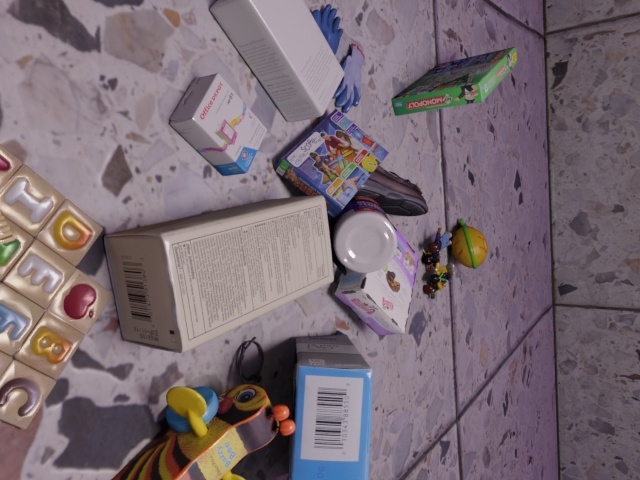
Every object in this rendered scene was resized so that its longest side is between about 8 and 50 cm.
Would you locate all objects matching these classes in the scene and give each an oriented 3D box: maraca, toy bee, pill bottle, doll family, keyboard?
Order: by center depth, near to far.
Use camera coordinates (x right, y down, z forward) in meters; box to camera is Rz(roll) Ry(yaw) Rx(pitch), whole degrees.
[{"bbox_3d":[-0.127,0.243,0.679,0.195,0.162,0.298,52,50,-38],"label":"toy bee"},{"bbox_3d":[0.000,0.000,0.930,0.192,0.038,0.100,56,16,-63],"label":"keyboard"},{"bbox_3d":[0.073,-0.021,0.937,0.193,0.108,0.108,-94,172,-73],"label":"pill bottle"},{"bbox_3d":[0.308,0.061,1.351,0.111,0.076,0.192,-19,100,-48],"label":"doll family"},{"bbox_3d":[0.433,0.009,1.502,0.185,0.099,0.127,-78,154,-61],"label":"maraca"}]

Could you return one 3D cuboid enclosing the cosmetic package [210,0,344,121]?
[{"bbox_3d":[-0.061,-0.318,0.834,0.231,0.086,0.117,51,51,-38],"label":"cosmetic package"}]

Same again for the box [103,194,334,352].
[{"bbox_3d":[-0.120,0.029,0.719,0.311,0.121,0.147,-18,104,-53],"label":"box"}]

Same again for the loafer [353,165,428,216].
[{"bbox_3d":[0.143,-0.120,1.096,0.303,0.109,0.095,13,74,-50],"label":"loafer"}]

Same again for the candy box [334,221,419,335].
[{"bbox_3d":[0.124,0.071,1.061,0.165,0.070,0.196,47,47,-33],"label":"candy box"}]

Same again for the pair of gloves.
[{"bbox_3d":[0.032,-0.358,1.012,0.198,0.023,0.159,39,58,-48],"label":"pair of gloves"}]

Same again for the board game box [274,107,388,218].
[{"bbox_3d":[0.026,-0.145,0.930,0.136,0.035,0.201,40,49,-1],"label":"board game box"}]

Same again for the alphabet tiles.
[{"bbox_3d":[-0.366,0.032,0.476,0.342,0.011,0.285,52,50,-40],"label":"alphabet tiles"}]

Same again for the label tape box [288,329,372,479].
[{"bbox_3d":[0.003,0.295,0.854,0.348,0.115,0.248,170,-77,-85],"label":"label tape box"}]

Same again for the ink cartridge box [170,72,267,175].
[{"bbox_3d":[-0.145,-0.166,0.744,0.122,0.052,0.088,45,56,-43],"label":"ink cartridge box"}]

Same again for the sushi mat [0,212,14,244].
[{"bbox_3d":[-0.417,-0.016,0.381,0.317,0.019,0.151,-31,116,-48],"label":"sushi mat"}]

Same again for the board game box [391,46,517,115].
[{"bbox_3d":[0.339,-0.396,1.269,0.317,0.214,0.046,-44,125,-44],"label":"board game box"}]
